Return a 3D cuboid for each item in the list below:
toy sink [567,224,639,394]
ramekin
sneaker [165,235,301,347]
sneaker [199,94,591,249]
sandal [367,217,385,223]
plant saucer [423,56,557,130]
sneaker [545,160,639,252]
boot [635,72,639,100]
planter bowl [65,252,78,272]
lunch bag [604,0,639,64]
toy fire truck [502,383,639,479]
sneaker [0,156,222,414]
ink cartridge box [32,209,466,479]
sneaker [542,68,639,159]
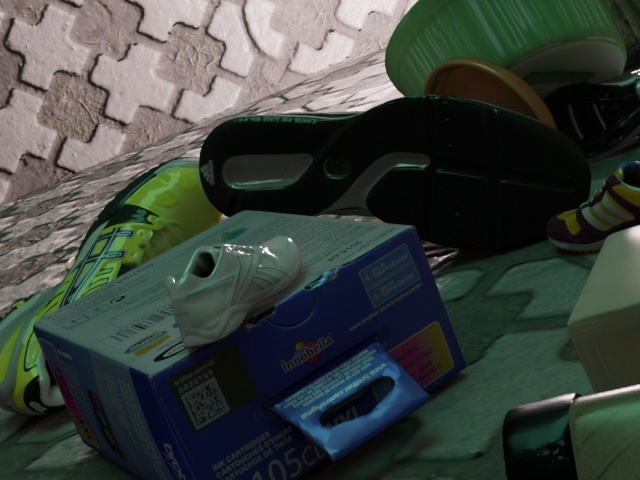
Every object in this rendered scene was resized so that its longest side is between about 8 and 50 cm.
[{"bbox_3d":[0.303,0.048,0.780,0.234,0.131,0.153,-19,14,29],"label":"toy sink"},{"bbox_3d":[0.251,-0.234,1.593,0.303,0.148,0.303,-21,-24,-10],"label":"ramekin"},{"bbox_3d":[-0.065,0.024,0.952,0.054,0.061,0.152,-13,17,35],"label":"sneaker"},{"bbox_3d":[0.106,-0.105,1.442,0.447,0.169,0.257,5,14,19],"label":"sneaker"},{"bbox_3d":[-0.003,0.000,1.494,0.240,0.079,0.088,-27,15,-21],"label":"sandal"},{"bbox_3d":[0.207,-0.134,1.428,0.037,0.200,0.200,-42,22,-25],"label":"plant saucer"},{"bbox_3d":[0.295,-0.039,1.194,0.185,0.084,0.069,-5,22,48],"label":"sneaker"},{"bbox_3d":[0.434,-0.190,1.355,0.165,0.077,0.213,-16,-13,23],"label":"boot"},{"bbox_3d":[-0.240,0.049,1.598,0.162,0.109,0.162,-20,15,6],"label":"planter bowl"},{"bbox_3d":[0.478,-0.402,1.999,0.256,0.212,0.305,-34,5,25],"label":"lunch bag"},{"bbox_3d":[0.183,0.182,0.439,0.158,0.217,0.246,-16,57,20],"label":"toy fire truck"},{"bbox_3d":[-0.226,0.061,1.424,0.384,0.145,0.147,-51,34,-17],"label":"sneaker"},{"bbox_3d":[-0.063,0.098,1.083,0.270,0.151,0.395,-30,15,-24],"label":"ink cartridge box"},{"bbox_3d":[0.390,-0.167,1.542,0.271,0.100,0.108,-21,-10,15],"label":"sneaker"}]
